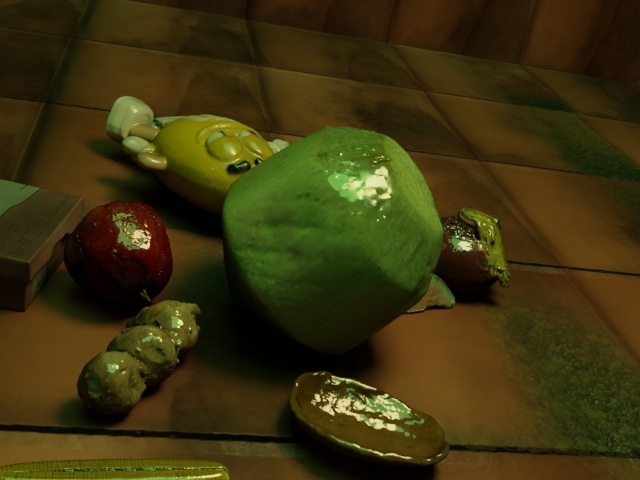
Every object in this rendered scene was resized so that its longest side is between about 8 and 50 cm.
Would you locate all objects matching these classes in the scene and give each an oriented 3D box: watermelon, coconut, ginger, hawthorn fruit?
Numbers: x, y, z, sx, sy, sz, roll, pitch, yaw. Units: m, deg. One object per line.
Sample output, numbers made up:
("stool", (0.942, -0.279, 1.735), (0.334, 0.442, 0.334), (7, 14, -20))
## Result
("watermelon", (0.142, 0.077, 1.303), (0.155, 0.080, 0.101), (1, -5, -18))
("coconut", (0.000, 0.000, 1.126), (0.328, 0.328, 0.281), (33, 3, 34))
("ginger", (-0.220, 0.141, 0.989), (0.104, 0.080, 0.204), (-6, 21, 18))
("hawthorn fruit", (-0.271, 0.028, 1.118), (0.148, 0.148, 0.172), (-13, 53, -40))

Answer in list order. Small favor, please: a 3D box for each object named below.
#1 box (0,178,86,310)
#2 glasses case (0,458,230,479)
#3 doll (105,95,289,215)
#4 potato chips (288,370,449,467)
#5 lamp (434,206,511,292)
("box", (-0.472, -0.005, 1.144), (0.215, 0.086, 0.215), (12, 28, -2))
("glasses case", (-0.204, 0.253, 0.786), (0.234, 0.079, 0.064), (4, 22, -17))
("doll", (-0.208, -0.163, 1.485), (0.423, 0.161, 0.348), (15, 22, 17))
("potato chips", (0.056, 0.227, 0.978), (0.201, 0.049, 0.150), (13, 24, 4))
("lamp", (0.239, 0.012, 1.363), (0.157, 0.135, 0.156), (4, 29, -13))
